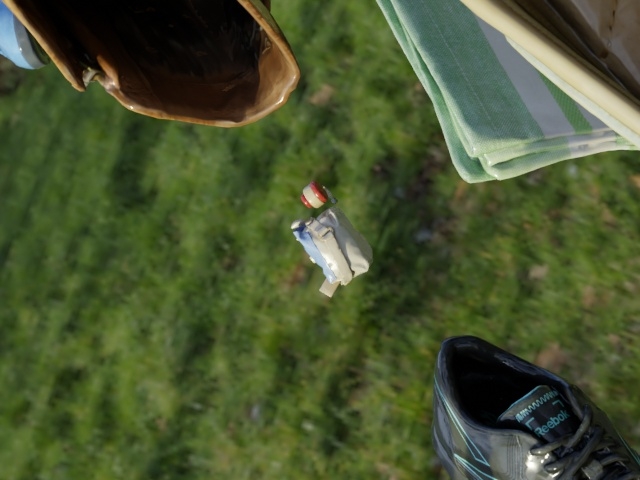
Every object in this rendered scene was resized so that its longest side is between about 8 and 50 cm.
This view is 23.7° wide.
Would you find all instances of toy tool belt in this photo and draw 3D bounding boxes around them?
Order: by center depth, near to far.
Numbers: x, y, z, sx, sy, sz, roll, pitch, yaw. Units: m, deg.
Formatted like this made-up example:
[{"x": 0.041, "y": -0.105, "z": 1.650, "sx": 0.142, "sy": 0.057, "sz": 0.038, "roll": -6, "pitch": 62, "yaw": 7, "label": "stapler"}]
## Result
[{"x": 0.000, "y": 0.000, "z": 1.200, "sx": 0.051, "sy": 0.083, "sz": 0.052, "roll": -36, "pitch": 3, "yaw": 16, "label": "toy tool belt"}]

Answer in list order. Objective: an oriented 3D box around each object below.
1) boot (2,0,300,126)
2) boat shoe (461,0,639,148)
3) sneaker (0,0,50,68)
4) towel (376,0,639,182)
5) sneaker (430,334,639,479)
[{"x": -0.140, "y": -0.148, "z": 0.532, "sx": 0.109, "sy": 0.283, "sz": 0.220, "roll": -44, "pitch": 48, "yaw": 24, "label": "boot"}, {"x": 0.055, "y": -0.115, "z": 0.394, "sx": 0.104, "sy": 0.285, "sz": 0.089, "roll": -47, "pitch": -2, "yaw": 22, "label": "boat shoe"}, {"x": -0.299, "y": -0.197, "z": 1.397, "sx": 0.209, "sy": 0.082, "sz": 0.069, "roll": -124, "pitch": 18, "yaw": -60, "label": "sneaker"}, {"x": 0.207, "y": -0.151, "z": 1.061, "sx": 0.038, "sy": 0.325, "sz": 0.248, "roll": 104, "pitch": 151, "yaw": -49, "label": "towel"}, {"x": 0.154, "y": 0.156, "z": 0.937, "sx": 0.101, "sy": 0.106, "sz": 0.267, "roll": -35, "pitch": 47, "yaw": -19, "label": "sneaker"}]
